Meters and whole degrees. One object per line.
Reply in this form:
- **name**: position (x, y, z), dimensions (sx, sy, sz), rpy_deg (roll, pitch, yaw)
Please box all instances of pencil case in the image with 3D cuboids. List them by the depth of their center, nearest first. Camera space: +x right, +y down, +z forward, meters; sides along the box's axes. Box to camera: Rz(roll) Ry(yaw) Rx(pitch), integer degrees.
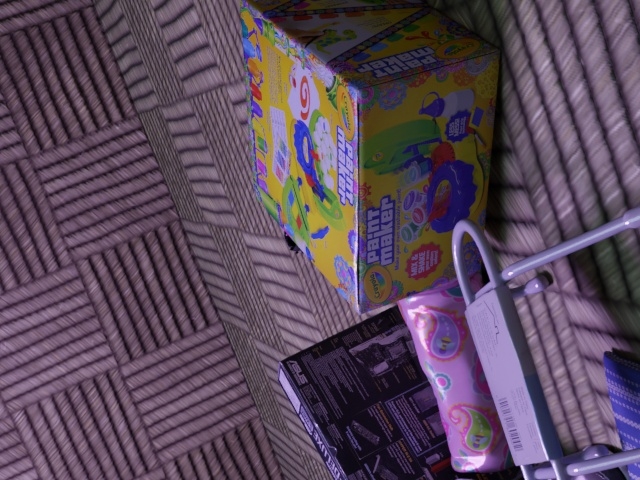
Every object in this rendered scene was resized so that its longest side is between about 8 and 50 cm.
- **pencil case**: position (0.191, 0.165, 1.287), dimensions (0.124, 0.124, 0.284), rpy_deg (16, 128, 68)

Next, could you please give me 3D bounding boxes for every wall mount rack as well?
- **wall mount rack**: position (0.252, 0.116, 0.982), dimensions (0.304, 0.130, 0.350), rpy_deg (116, 138, -73)

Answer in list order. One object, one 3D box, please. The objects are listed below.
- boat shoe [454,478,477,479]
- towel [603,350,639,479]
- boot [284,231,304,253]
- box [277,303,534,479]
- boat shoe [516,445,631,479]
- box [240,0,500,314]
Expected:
- **boat shoe**: position (0.258, 0.373, 1.209), dimensions (0.267, 0.088, 0.096), rpy_deg (17, 154, 35)
- **towel**: position (0.395, 0.285, 0.987), dimensions (0.243, 0.040, 0.336), rpy_deg (19, 129, 69)
- **boot**: position (0.000, 0.000, 1.592), dimensions (0.077, 0.137, 0.198), rpy_deg (56, 161, 30)
- **box**: position (0.114, 0.258, 1.420), dimensions (0.307, 0.242, 0.076), rpy_deg (57, 161, 24)
- **boat shoe**: position (0.304, 0.303, 1.206), dimensions (0.081, 0.068, 0.228), rpy_deg (62, 163, 11)
- **box**: position (0.048, -0.123, 1.167), dimensions (0.279, 0.177, 0.290), rpy_deg (48, 148, 46)
